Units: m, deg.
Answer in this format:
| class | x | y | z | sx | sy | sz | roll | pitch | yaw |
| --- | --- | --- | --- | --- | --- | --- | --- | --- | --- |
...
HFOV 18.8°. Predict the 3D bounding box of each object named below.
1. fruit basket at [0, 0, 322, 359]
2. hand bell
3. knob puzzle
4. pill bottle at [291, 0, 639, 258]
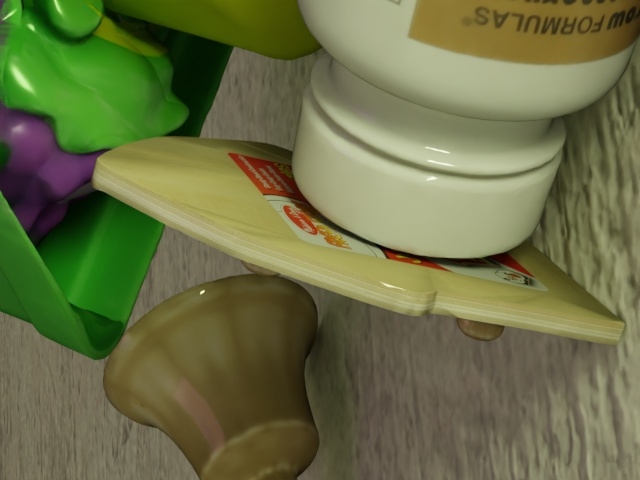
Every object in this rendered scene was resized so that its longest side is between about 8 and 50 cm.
| class | x | y | z | sx | sy | sz | roll | pitch | yaw |
| --- | --- | --- | --- | --- | --- | --- | --- | --- | --- |
| fruit basket | -0.077 | -0.153 | 0.988 | 0.283 | 0.392 | 0.392 | 70 | -175 | -50 |
| hand bell | -0.016 | 0.147 | 0.998 | 0.242 | 0.126 | 0.126 | 63 | 148 | 35 |
| knob puzzle | 0.000 | 0.000 | 0.772 | 0.213 | 0.213 | 0.030 | -130 | 55 | -65 |
| pill bottle | 0.061 | -0.115 | 0.707 | 0.131 | 0.131 | 0.229 | -113 | 31 | -53 |
